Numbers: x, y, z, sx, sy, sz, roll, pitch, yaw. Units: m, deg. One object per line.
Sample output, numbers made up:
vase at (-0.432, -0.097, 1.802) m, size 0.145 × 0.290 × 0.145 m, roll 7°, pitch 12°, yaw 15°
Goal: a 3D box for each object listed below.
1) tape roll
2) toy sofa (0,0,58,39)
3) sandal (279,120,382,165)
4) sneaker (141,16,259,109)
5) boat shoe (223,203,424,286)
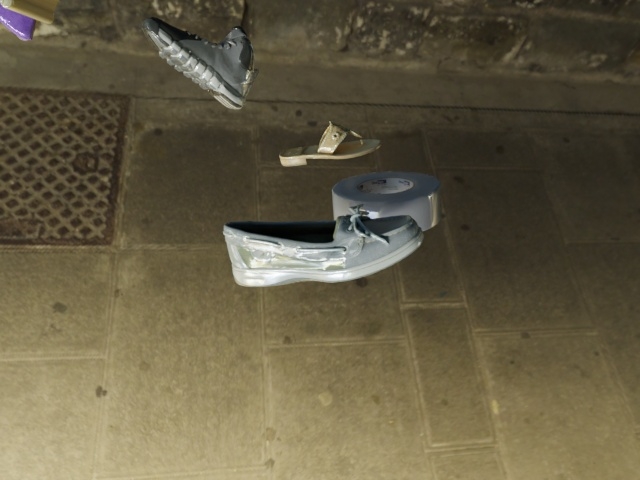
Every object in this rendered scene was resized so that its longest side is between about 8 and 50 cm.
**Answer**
tape roll at (0.133, -0.078, 1.097) m, size 0.219 × 0.072 × 0.219 m, roll -4°, pitch 21°, yaw 2°
toy sofa at (-0.709, -0.574, 1.076) m, size 0.362 × 0.150 × 0.177 m, roll 37°, pitch 99°, yaw -3°
sandal at (0.018, -0.232, 1.246) m, size 0.239 × 0.079 × 0.088 m, roll -10°, pitch 29°, yaw 6°
sneaker at (-0.204, -0.356, 0.993) m, size 0.086 × 0.228 × 0.132 m, roll 24°, pitch 81°, yaw 49°
boat shoe at (-0.001, -0.001, 0.860) m, size 0.320 × 0.103 × 0.118 m, roll -7°, pitch 22°, yaw 19°
